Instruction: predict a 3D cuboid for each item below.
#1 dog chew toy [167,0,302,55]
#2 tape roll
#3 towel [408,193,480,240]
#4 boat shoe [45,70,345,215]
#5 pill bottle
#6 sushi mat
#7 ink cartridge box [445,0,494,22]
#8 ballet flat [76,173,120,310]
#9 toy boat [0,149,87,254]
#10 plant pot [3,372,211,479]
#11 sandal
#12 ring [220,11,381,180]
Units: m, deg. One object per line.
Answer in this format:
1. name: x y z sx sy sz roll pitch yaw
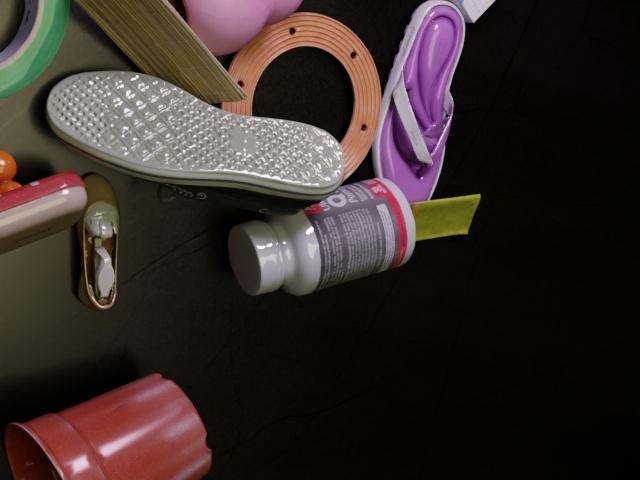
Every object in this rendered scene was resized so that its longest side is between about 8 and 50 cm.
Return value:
1. dog chew toy: -0.116 -0.439 1.825 0.331 0.206 0.207 -30 116 -31
2. tape roll: -0.541 -0.366 1.646 0.321 0.077 0.321 -7 105 -30
3. towel: 0.213 -0.039 2.195 0.237 0.021 0.102 -8 135 -30
4. boat shoe: -0.210 -0.147 1.831 0.499 0.156 0.187 12 63 -15
5. pill bottle: 0.000 0.000 2.006 0.318 0.176 0.176 -15 109 -28
6. sushi mat: -0.255 -0.313 1.755 0.316 0.151 0.019 48 50 -46
7. ink cartridge box: 0.313 -0.523 2.142 0.181 0.061 0.104 -47 121 -14
8. ballet flat: -0.365 0.006 1.845 0.080 0.073 0.232 -6 105 -31
9. toy boat: -0.492 -0.072 1.729 0.231 0.151 0.151 -23 82 -26
10. plant pot: -0.344 0.370 1.848 0.265 0.272 0.273 -26 114 -33
11. sandal: 0.198 -0.252 2.111 0.169 0.102 0.417 1 103 -30
12. ring: -0.035 -0.246 2.014 0.336 0.032 0.337 -9 107 -30
